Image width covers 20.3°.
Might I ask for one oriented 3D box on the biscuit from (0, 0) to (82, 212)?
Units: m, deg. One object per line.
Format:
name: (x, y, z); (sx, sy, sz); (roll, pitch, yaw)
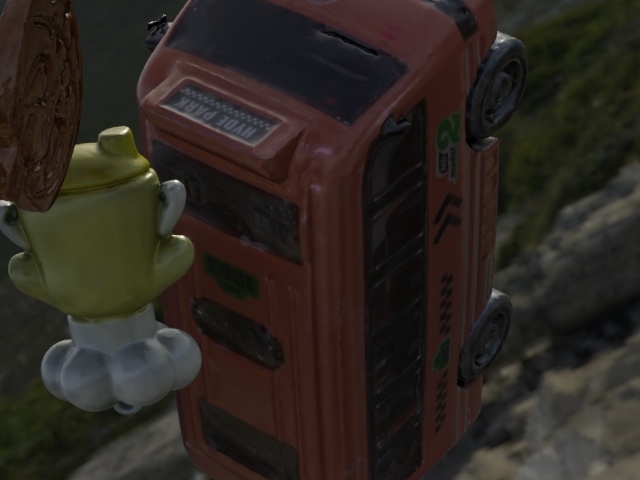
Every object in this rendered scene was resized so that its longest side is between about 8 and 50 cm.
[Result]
biscuit: (-0.099, -0.048, 0.630); (0.015, 0.091, 0.078); (8, 59, 7)

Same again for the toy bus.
toy bus: (0.000, 0.000, 1.274); (0.203, 0.427, 0.233); (25, 50, 26)

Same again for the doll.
doll: (-0.117, 0.020, 0.969); (0.106, 0.162, 0.062); (-5, 18, 8)
